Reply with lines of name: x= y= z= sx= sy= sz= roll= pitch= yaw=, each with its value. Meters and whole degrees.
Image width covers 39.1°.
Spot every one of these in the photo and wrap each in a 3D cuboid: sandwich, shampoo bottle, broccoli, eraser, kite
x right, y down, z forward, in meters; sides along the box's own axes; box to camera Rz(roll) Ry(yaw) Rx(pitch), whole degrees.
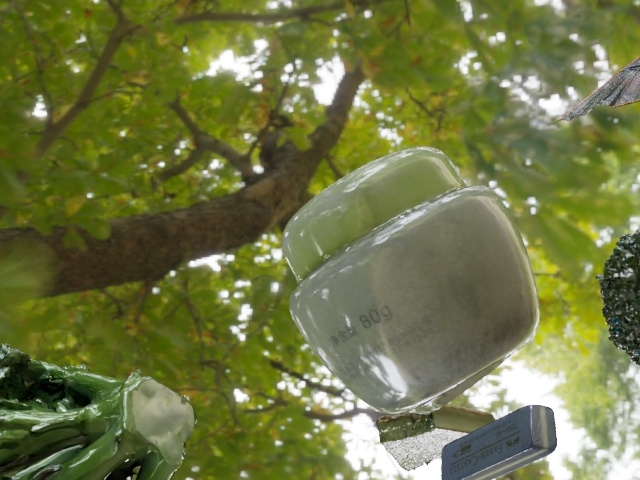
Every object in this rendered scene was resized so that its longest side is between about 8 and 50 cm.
sandwich: x=0.175 y=0.363 z=1.676 sx=0.212 sy=0.245 sz=0.063 roll=18 pitch=-128 yaw=-37
shampoo bottle: x=0.121 y=0.060 z=1.205 sx=0.322 sy=0.322 sz=0.317 roll=-14 pitch=-109 yaw=-51
broccoli: x=0.345 y=0.054 z=0.859 sx=0.160 sy=0.154 sz=0.167 roll=-28 pitch=-91 yaw=-6
broccoli: x=-0.227 y=0.208 z=0.803 sx=0.261 sy=0.241 sz=0.269 roll=43 pitch=-154 yaw=-23
eraser: x=0.283 y=0.335 z=1.447 sx=0.036 sy=0.225 sz=0.082 roll=31 pitch=-136 yaw=-23
kite: x=0.266 y=-0.125 z=0.660 sx=0.010 sy=0.190 sz=0.159 roll=60 pitch=-151 yaw=-29
